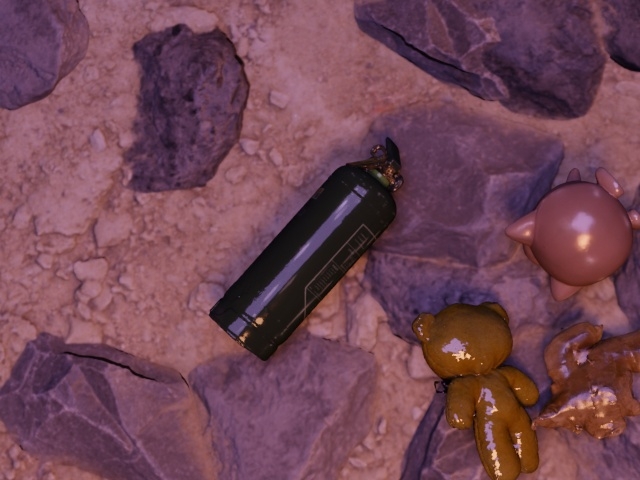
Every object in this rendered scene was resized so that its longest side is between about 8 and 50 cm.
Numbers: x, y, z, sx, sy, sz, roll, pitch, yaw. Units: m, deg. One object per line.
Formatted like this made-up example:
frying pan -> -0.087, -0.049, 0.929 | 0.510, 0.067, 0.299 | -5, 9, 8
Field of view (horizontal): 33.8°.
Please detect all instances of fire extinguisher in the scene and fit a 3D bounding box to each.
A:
fire extinguisher -> 0.000, 0.000, 1.276 | 0.095, 0.114, 0.311 | 43, 87, -21

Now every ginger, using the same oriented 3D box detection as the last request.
ginger -> 0.342, 0.156, 1.184 | 0.214, 0.059, 0.132 | -2, 67, 9

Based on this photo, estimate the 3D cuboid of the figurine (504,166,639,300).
figurine -> 0.295, -0.009, 1.210 | 0.138, 0.125, 0.125 | -38, 71, 13

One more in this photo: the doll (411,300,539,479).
doll -> 0.179, 0.173, 1.197 | 0.137, 0.097, 0.209 | -10, 78, -31
